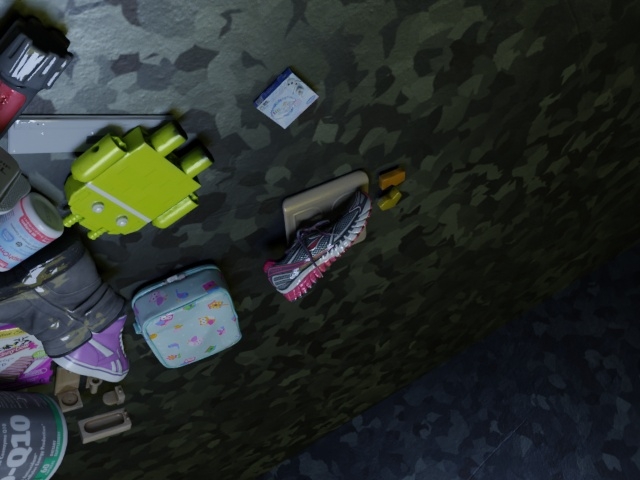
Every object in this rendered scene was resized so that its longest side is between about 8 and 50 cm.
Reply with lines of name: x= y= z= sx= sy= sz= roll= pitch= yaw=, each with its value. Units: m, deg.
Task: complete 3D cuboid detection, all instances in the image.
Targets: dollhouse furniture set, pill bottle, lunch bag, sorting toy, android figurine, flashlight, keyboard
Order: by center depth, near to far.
flashlight: x=-0.465 y=-0.166 z=0.838 sx=0.304 sy=0.103 sz=0.103 roll=-42 pitch=144 yaw=19
keyboard: x=-0.365 y=-0.173 z=0.997 sx=0.256 sy=0.014 sz=0.072 roll=-7 pitch=146 yaw=-33
pill bottle: x=-0.518 y=-0.004 z=1.024 sx=0.160 sy=0.087 sz=0.087 roll=-33 pitch=148 yaw=5
android figurine: x=-0.326 y=-0.095 z=1.081 sx=0.273 sy=0.056 sz=0.248 roll=-34 pitch=149 yaw=7
pill bottle: x=-0.676 y=0.380 z=1.154 sx=0.204 sy=0.204 sz=0.361 roll=-36 pitch=156 yaw=8
lunch bag: x=-0.310 y=0.179 z=1.430 sx=0.224 sy=0.108 sz=0.279 roll=-20 pitch=146 yaw=-12
sorting toy: x=0.056 y=-0.069 z=1.465 sx=0.307 sy=0.041 sz=0.229 roll=-22 pitch=142 yaw=-14
dollhouse furniture set: x=-0.539 y=0.377 z=1.470 sx=0.144 sy=0.151 sz=0.123 roll=-10 pitch=142 yaw=-34

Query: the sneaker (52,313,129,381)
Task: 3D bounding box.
sneaker: x=-0.465 y=0.222 z=1.371 sx=0.161 sy=0.102 sz=0.282 roll=-58 pitch=170 yaw=-11

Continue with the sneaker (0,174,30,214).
sneaker: x=-0.506 y=-0.059 z=0.944 sx=0.070 sy=0.134 sz=0.051 roll=-27 pitch=108 yaw=11

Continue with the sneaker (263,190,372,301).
sneaker: x=0.000 y=0.000 z=1.382 sx=0.299 sy=0.112 sz=0.121 roll=-46 pitch=-175 yaw=0

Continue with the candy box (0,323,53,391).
candy box: x=-0.632 y=0.221 z=1.254 sx=0.159 sy=0.071 sz=0.233 roll=-8 pitch=141 yaw=-31

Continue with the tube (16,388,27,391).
tube: x=-0.768 y=0.349 z=1.331 sx=0.240 sy=0.070 sz=0.062 roll=-3 pitch=179 yaw=-29

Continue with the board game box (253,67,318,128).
board game box: x=-0.062 y=-0.257 z=1.121 sx=0.090 sy=0.020 sz=0.090 roll=-41 pitch=146 yaw=14

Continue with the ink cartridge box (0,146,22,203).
ink cartridge box: x=-0.621 y=-0.030 z=0.739 sx=0.395 sy=0.166 sz=0.285 roll=-39 pitch=119 yaw=11

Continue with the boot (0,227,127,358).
boot: x=-0.539 y=0.145 z=1.117 sx=0.338 sy=0.118 sz=0.223 roll=-26 pitch=131 yaw=-13
